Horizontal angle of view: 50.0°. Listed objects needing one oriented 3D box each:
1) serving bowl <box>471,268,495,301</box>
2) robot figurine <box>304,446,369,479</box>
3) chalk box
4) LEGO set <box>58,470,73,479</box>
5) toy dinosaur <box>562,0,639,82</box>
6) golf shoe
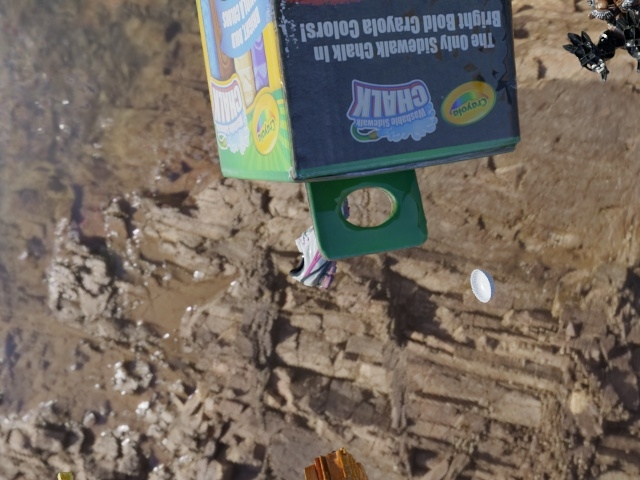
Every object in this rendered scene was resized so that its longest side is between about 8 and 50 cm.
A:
[{"bbox_3d":[0.407,0.109,1.699,0.083,0.027,0.083,166,90,-72],"label":"serving bowl"},{"bbox_3d":[0.052,0.424,1.021,0.085,0.211,0.291,-16,144,1],"label":"robot figurine"},{"bbox_3d":[0.019,-0.134,0.509,0.179,0.180,0.288,-162,64,-67],"label":"chalk box"},{"bbox_3d":[-0.227,0.297,0.610,0.287,0.132,0.107,21,116,-20],"label":"LEGO set"},{"bbox_3d":[0.634,-0.430,1.383,0.322,0.218,0.164,50,146,5],"label":"toy dinosaur"},{"bbox_3d":[0.000,0.000,1.250,0.086,0.067,0.186,15,107,-9],"label":"golf shoe"}]
